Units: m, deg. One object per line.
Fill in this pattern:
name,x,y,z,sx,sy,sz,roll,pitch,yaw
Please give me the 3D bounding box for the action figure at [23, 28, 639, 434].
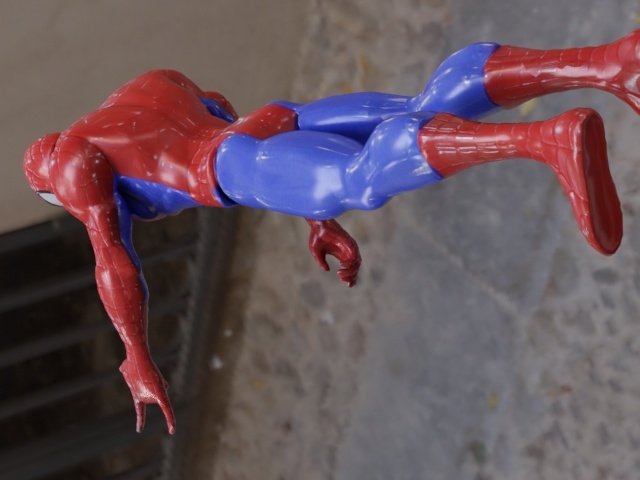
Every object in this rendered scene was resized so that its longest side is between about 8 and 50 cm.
action figure,0.000,0.000,0.613,0.280,0.091,0.139,3,123,37
